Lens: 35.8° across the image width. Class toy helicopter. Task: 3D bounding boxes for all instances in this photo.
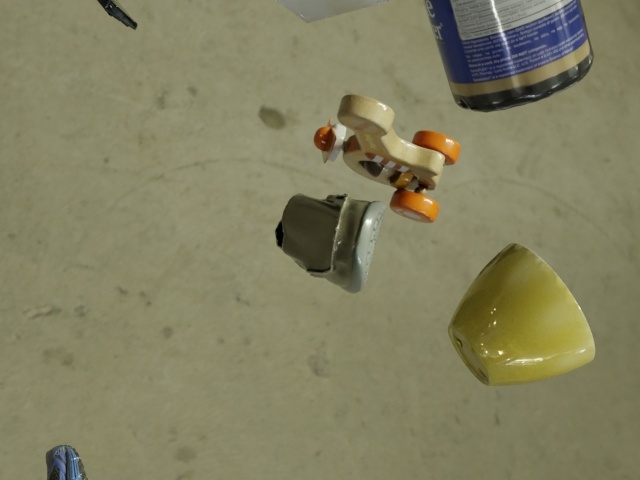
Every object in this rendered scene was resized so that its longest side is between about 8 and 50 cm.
[{"bbox_3d":[0.080,-0.157,1.573,0.355,0.235,0.140,47,62,-71],"label":"toy helicopter"}]

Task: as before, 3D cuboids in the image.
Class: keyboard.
[{"bbox_3d":[-0.307,-0.330,1.236,0.192,0.038,0.100,49,5,29],"label":"keyboard"}]

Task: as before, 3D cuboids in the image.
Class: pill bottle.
[{"bbox_3d":[0.137,-0.226,0.800,0.123,0.123,0.219,-42,119,-44],"label":"pill bottle"}]

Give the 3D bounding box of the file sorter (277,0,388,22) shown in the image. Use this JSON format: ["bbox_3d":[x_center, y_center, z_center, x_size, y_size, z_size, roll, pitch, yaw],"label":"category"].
[{"bbox_3d":[-0.018,-0.505,1.593,0.278,0.193,0.173,26,65,-49],"label":"file sorter"}]

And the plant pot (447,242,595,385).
[{"bbox_3d":[0.178,0.084,0.937,0.095,0.134,0.134,-32,91,-9],"label":"plant pot"}]

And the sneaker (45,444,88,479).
[{"bbox_3d":[-0.249,0.275,0.877,0.087,0.083,0.221,0,41,-5],"label":"sneaker"}]

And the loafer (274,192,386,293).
[{"bbox_3d":[0.000,0.000,1.010,0.087,0.251,0.094,16,82,-9],"label":"loafer"}]
